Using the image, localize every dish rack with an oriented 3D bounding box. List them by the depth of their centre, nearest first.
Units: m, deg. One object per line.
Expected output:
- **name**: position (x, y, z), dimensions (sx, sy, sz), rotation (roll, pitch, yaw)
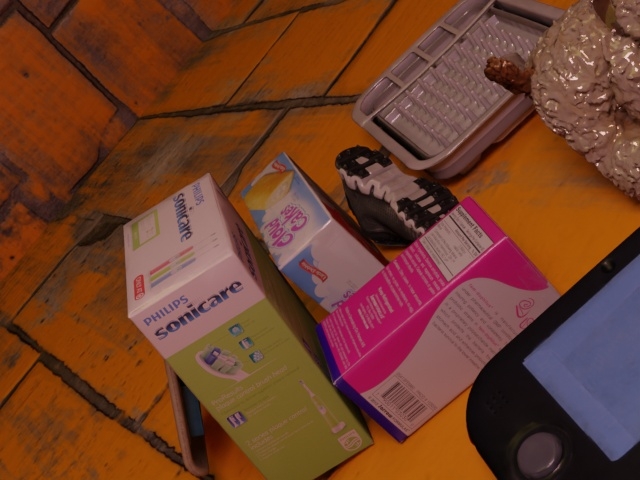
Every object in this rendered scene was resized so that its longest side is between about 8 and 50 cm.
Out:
- **dish rack**: position (0.201, -0.215, 1.252), dimensions (0.285, 0.072, 0.333), rotation (-43, 26, 4)

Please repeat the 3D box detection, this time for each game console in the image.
- **game console**: position (0.309, 0.099, 0.672), dimensions (0.386, 0.060, 0.342), rotation (-43, 26, 6)

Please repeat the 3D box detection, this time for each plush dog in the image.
- **plush dog**: position (0.307, -0.204, 0.883), dimensions (0.225, 0.211, 0.262), rotation (-54, 18, 33)

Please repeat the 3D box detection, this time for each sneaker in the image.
- **sneaker**: position (0.105, -0.030, 1.129), dimensions (0.078, 0.106, 0.234), rotation (-27, 42, -24)

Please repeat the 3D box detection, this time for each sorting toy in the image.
- **sorting toy**: position (-0.178, 0.147, 1.135), dimensions (0.041, 0.229, 0.307), rotation (-15, 5, -8)

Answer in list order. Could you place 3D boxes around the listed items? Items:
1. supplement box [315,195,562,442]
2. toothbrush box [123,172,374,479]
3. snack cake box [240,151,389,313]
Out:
- **supplement box**: position (0.118, 0.078, 0.915), dimensions (0.220, 0.111, 0.114), rotation (-40, 26, 9)
- **toothbrush box**: position (-0.080, 0.098, 0.963), dimensions (0.122, 0.283, 0.206), rotation (-31, 29, 2)
- **snack cake box**: position (0.000, 0.000, 1.150), dimensions (0.089, 0.152, 0.264), rotation (-44, 26, 5)
